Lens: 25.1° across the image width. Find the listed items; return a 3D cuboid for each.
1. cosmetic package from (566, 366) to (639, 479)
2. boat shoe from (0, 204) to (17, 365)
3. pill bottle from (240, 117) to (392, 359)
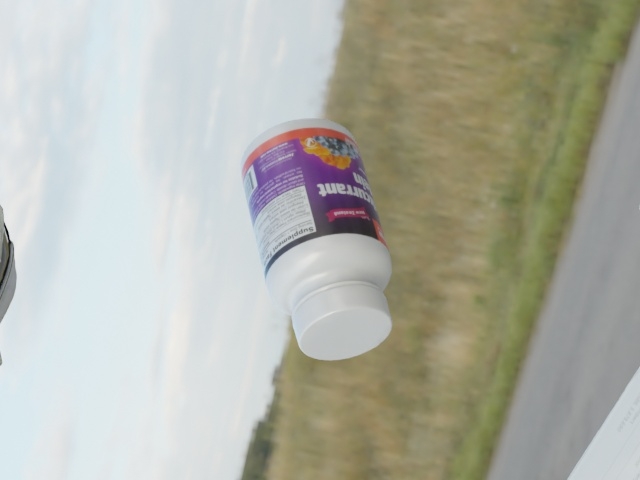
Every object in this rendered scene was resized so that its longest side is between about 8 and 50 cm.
[{"bbox_3d":[0.309,0.189,1.052,0.183,0.151,0.151,48,126,36],"label":"cosmetic package"},{"bbox_3d":[-0.279,0.069,1.018,0.306,0.113,0.105,-76,-5,-50],"label":"boat shoe"},{"bbox_3d":[0.000,0.000,1.226,0.108,0.108,0.193,100,160,-54],"label":"pill bottle"}]
